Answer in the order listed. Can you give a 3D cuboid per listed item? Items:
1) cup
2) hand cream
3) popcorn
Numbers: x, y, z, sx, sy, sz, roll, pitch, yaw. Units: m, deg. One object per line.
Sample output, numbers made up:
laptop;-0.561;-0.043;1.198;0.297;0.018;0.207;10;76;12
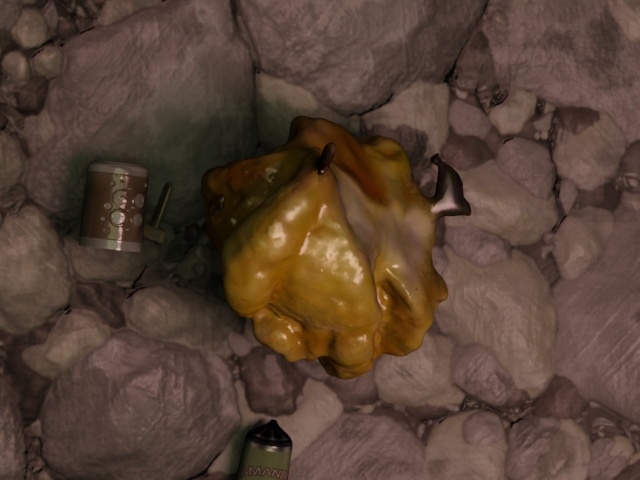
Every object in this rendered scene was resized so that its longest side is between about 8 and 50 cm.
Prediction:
cup;-0.220;-0.038;1.893;0.102;0.074;0.099;6;91;-11
hand cream;-0.075;0.327;1.951;0.086;0.055;0.235;10;98;-8
popcorn;0.000;0.000;1.858;0.316;0.281;0.297;34;44;-29
